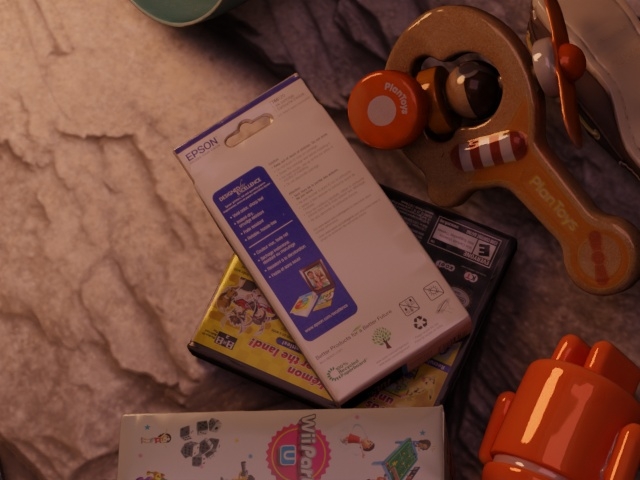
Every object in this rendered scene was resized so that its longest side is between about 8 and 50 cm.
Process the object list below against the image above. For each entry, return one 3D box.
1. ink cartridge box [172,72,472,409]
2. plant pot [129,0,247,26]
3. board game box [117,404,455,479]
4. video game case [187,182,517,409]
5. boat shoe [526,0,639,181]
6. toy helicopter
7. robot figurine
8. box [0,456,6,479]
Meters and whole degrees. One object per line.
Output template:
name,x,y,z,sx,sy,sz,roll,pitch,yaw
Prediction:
ink cartridge box,0.000,0.000,1.797,0.165,0.065,0.333,-32,72,-5
plant pot,-0.103,-0.396,1.902,0.195,0.290,0.290,-19,64,-38
board game box,-0.024,0.238,1.670,0.303,0.224,0.098,-2,68,6
video game case,0.034,0.060,1.825,0.274,0.035,0.248,22,75,13
boat shoe,0.326,-0.145,1.826,0.116,0.097,0.324,-27,70,-19
toy helicopter,0.216,-0.099,1.773,0.235,0.140,0.355,-44,78,19
robot figurine,0.236,0.204,1.700,0.158,0.128,0.219,23,74,12
box,-0.368,0.302,1.762,0.114,0.036,0.207,-6,67,-29
